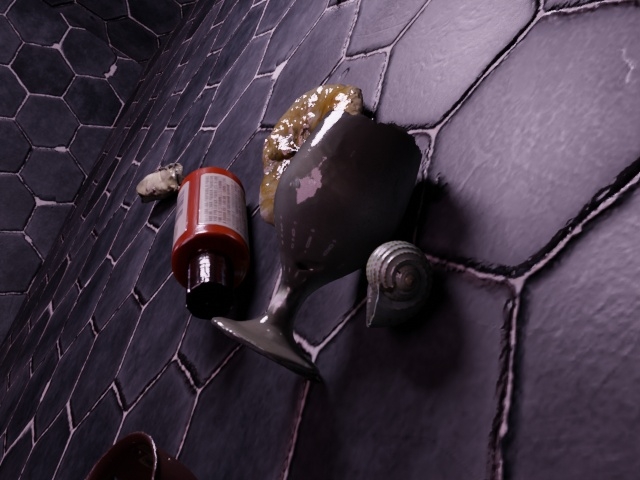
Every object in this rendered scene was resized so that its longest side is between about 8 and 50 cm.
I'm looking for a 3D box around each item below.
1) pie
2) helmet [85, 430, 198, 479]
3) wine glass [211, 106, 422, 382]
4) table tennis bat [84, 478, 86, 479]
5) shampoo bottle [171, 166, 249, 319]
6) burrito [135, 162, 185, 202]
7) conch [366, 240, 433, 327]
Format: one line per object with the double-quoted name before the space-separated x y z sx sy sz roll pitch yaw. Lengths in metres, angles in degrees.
"pie" -0.007 -0.121 0.889 0.185 0.052 0.218 -37 34 29
"helmet" -0.167 0.285 0.657 0.155 0.106 0.175 -21 42 45
"wine glass" 0.000 0.000 0.652 0.241 0.126 0.126 -63 25 -6
"table tennis bat" -0.310 0.385 0.918 0.301 0.022 0.173 -40 31 39
"shampoo bottle" -0.151 0.003 0.949 0.104 0.104 0.278 -49 26 21
"burrito" -0.347 -0.121 1.508 0.229 0.063 0.058 -8 45 57
"conch" 0.063 0.039 0.571 0.085 0.056 0.076 27 -104 -85
